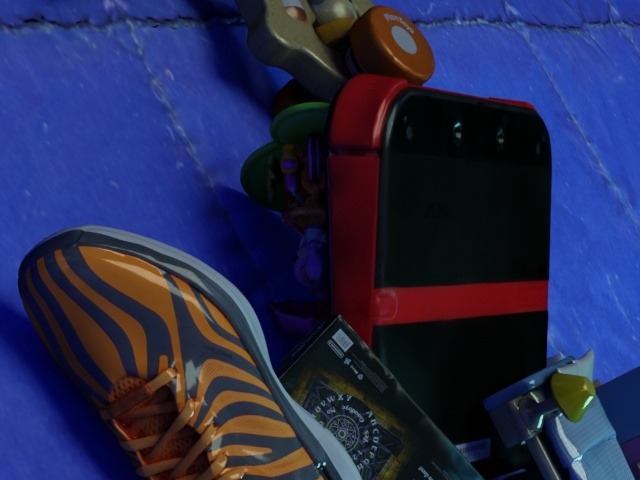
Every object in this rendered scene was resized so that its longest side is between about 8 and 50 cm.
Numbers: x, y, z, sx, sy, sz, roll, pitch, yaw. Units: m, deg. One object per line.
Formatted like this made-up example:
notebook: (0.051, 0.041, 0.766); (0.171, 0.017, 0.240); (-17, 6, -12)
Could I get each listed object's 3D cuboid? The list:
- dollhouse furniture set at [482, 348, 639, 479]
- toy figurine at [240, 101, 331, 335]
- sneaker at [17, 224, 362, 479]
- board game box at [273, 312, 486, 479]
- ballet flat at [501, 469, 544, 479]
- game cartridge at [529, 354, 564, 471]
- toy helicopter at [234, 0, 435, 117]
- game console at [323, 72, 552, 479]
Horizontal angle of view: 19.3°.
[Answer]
dollhouse furniture set: (0.324, 0.207, 1.632); (0.286, 0.198, 0.303); (64, 25, 8)
toy figurine: (0.000, 0.000, 1.523); (0.173, 0.130, 0.159); (89, -1, -60)
sneaker: (-0.080, 0.140, 1.213); (0.321, 0.125, 0.180); (46, 26, -23)
board game box: (0.026, 0.163, 1.400); (0.186, 0.126, 0.026); (49, -16, -17)
ballet flat: (0.155, 0.243, 1.595); (0.206, 0.073, 0.067); (-7, 86, -59)
game cartridge: (0.287, 0.297, 1.782); (0.230, 0.068, 0.355); (36, 32, -31)
toy helicopter: (-0.055, -0.253, 1.726); (0.355, 0.140, 0.235); (34, 36, -23)
game console: (0.105, 0.040, 1.595); (0.386, 0.060, 0.342); (0, 92, -62)
